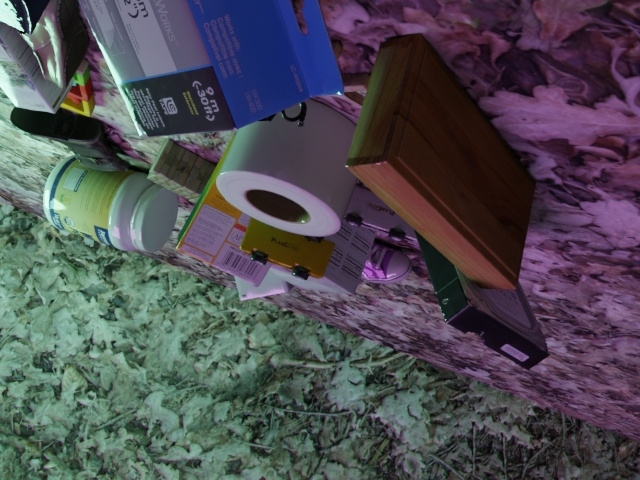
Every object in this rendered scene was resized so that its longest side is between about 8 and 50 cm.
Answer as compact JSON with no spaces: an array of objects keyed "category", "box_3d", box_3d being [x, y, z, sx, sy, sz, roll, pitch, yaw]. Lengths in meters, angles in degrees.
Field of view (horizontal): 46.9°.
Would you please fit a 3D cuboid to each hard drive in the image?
[{"category":"hard drive","box_3d":[0.286,0.056,1.376,0.237,0.338,0.064,31,119,-30]}]

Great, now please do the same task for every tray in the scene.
[{"category":"tray","box_3d":[0.203,-0.098,1.113,0.076,0.202,0.411,-1,154,39]}]

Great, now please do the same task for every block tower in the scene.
[{"category":"block tower","box_3d":[-0.266,-0.126,1.839,0.336,0.090,0.097,30,161,-27]}]

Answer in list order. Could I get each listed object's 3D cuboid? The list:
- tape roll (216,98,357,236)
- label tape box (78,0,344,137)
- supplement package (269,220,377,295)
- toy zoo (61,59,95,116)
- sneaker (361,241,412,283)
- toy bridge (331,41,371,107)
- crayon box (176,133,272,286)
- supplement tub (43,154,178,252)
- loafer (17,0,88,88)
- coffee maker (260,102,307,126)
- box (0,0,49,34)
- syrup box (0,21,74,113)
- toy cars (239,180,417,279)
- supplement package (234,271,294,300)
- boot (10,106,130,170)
[{"category":"tape roll","box_3d":[-0.051,-0.134,1.370,0.246,0.169,0.246,17,161,6]},{"category":"label tape box","box_3d":[-0.155,-0.273,0.956,0.348,0.115,0.249,6,123,47]},{"category":"supplement package","box_3d":[0.000,0.000,1.711,0.194,0.203,0.149,3,155,47]},{"category":"toy zoo","box_3d":[-0.590,-0.355,1.604,0.193,0.030,0.293,23,164,-7]},{"category":"sneaker","box_3d":[0.087,0.023,1.873,0.282,0.102,0.161,14,160,23]},{"category":"toy bridge","box_3d":[0.050,-0.246,1.154,0.063,0.026,0.188,8,159,43]},{"category":"crayon box","box_3d":[-0.146,-0.082,1.589,0.203,0.322,0.083,27,-161,-17]},{"category":"supplement tub","box_3d":[-0.587,-0.100,2.086,0.317,0.228,0.228,17,164,15]},{"category":"loafer","box_3d":[-0.477,-0.369,1.305,0.092,0.101,0.268,24,155,-5]},{"category":"coffee maker","box_3d":[-0.088,-0.265,1.136,0.171,0.120,0.178,7,168,-10]},{"category":"box","box_3d":[-0.472,-0.414,1.032,0.207,0.153,0.108,23,164,-11]},{"category":"syrup box","box_3d":[-0.571,-0.353,1.393,0.093,0.096,0.236,12,154,16]},{"category":"toy cars","box_3d":[0.031,-0.019,1.544,0.394,0.176,0.087,-21,167,1]},{"category":"supplement package","box_3d":[-0.120,0.051,1.898,0.134,0.138,0.244,-12,-172,18]},{"category":"boot","box_3d":[-0.643,-0.252,1.905,0.263,0.091,0.229,17,163,6]}]
